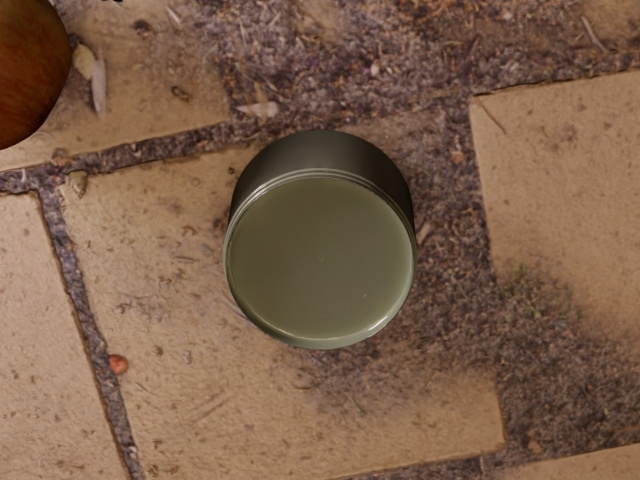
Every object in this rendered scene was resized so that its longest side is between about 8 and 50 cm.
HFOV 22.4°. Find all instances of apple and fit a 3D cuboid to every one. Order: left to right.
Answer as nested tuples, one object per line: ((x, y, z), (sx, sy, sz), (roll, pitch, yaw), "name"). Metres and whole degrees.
((-0.387, -0.204, 1.800), (0.211, 0.211, 0.188), (-40, 127, 16), "apple")

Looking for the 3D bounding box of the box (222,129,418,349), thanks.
((0.000, 0.000, 1.910), (0.226, 0.149, 0.226), (0, 113, 1), "box")
